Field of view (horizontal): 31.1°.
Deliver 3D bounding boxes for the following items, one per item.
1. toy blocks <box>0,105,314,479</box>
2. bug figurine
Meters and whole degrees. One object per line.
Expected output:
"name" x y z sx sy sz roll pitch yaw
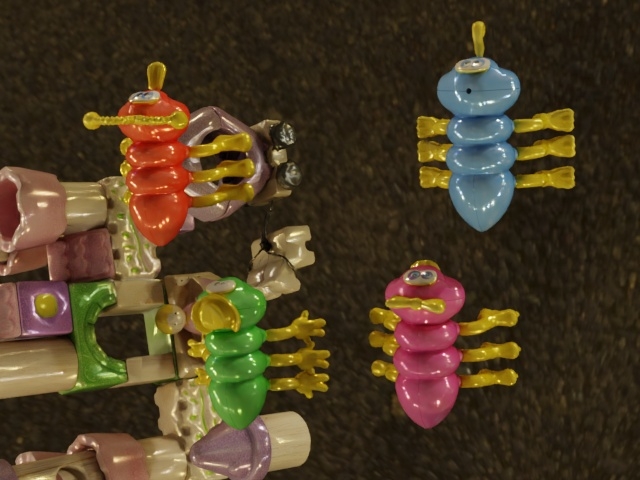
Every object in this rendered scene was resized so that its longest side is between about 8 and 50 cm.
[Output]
"toy blocks" -0.192 0.073 0.864 0.309 0.260 0.289 -19 76 49
"bug figurine" 0.000 0.000 0.636 0.278 0.072 0.216 -3 100 21
